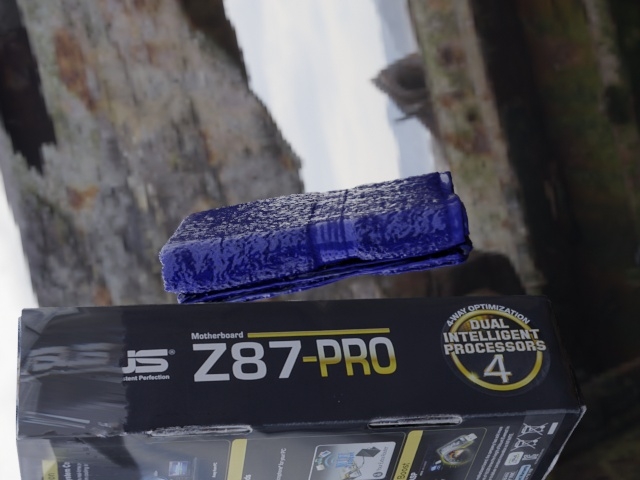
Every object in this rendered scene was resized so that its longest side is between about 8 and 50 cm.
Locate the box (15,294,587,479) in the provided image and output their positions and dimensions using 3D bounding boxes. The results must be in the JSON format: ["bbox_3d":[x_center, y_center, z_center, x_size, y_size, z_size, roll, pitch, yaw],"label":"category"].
[{"bbox_3d":[-0.034,0.188,0.799,0.395,0.318,0.097,101,163,-51],"label":"box"}]

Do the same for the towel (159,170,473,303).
[{"bbox_3d":[0.000,0.000,1.220,0.227,0.308,0.076,-75,-24,-77],"label":"towel"}]
